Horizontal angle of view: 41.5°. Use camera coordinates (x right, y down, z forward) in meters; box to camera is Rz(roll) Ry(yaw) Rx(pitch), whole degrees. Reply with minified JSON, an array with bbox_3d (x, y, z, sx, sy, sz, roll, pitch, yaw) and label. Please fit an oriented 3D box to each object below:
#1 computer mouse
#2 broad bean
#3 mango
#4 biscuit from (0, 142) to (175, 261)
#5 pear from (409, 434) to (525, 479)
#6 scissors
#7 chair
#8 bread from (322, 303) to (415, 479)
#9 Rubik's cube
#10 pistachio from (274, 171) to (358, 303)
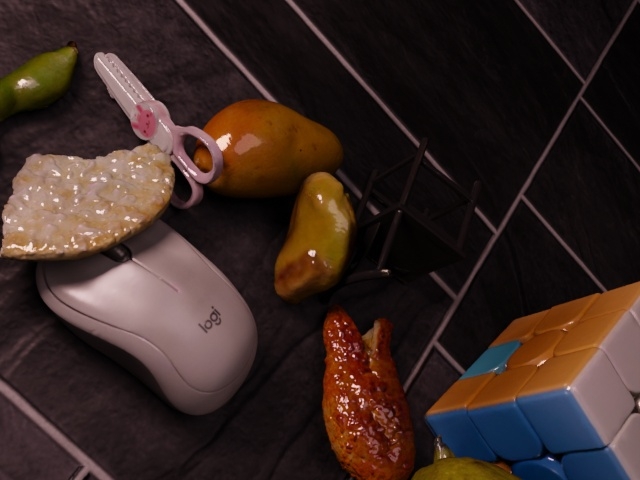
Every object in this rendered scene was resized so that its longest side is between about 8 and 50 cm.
[{"bbox_3d":[-0.196,0.081,1.026,0.297,0.121,0.184,49,55,-11],"label":"computer mouse"},{"bbox_3d":[-0.365,-0.186,1.051,0.070,0.048,0.213,42,55,-14],"label":"broad bean"},{"bbox_3d":[-0.066,-0.130,1.193,0.253,0.113,0.138,-7,82,-41],"label":"mango"},{"bbox_3d":[-0.283,-0.051,1.010,0.188,0.040,0.265,27,43,24],"label":"biscuit"},{"bbox_3d":[0.218,0.432,1.095,0.287,0.287,0.375,-2,60,-35],"label":"pear"},{"bbox_3d":[-0.222,-0.157,1.119,0.242,0.118,0.030,52,39,9],"label":"scissors"},{"bbox_3d":[0.122,-0.003,1.253,0.141,0.154,0.260,35,55,-18],"label":"chair"},{"bbox_3d":[0.068,0.214,1.174,0.139,0.095,0.269,17,60,-37],"label":"bread"},{"bbox_3d":[0.390,0.274,1.246,0.291,0.292,0.290,-37,95,-38],"label":"Rubik's cube"},{"bbox_3d":[0.000,0.002,1.176,0.100,0.110,0.189,15,93,11],"label":"pistachio"}]
